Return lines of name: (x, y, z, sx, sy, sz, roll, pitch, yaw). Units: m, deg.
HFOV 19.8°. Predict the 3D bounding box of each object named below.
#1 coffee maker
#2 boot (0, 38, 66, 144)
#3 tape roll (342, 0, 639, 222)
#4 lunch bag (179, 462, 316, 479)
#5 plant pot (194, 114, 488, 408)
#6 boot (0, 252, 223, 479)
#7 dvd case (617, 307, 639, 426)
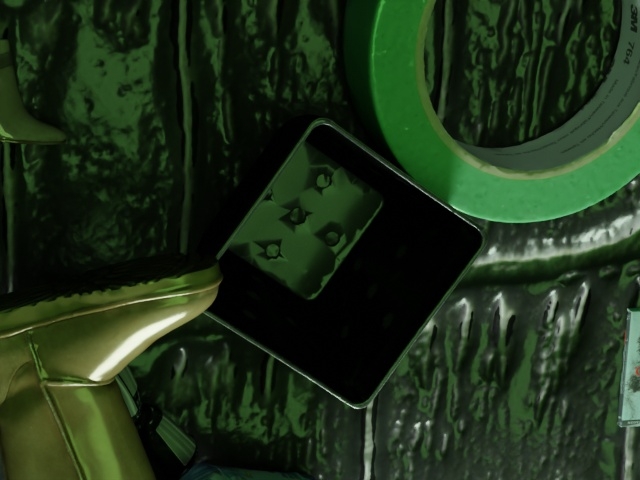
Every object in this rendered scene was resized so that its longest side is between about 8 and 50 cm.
coffee maker: (-0.220, 0.169, 1.604, 0.171, 0.120, 0.178, -33, 112, -1)
boot: (-0.270, -0.127, 1.546, 0.118, 0.042, 0.087, 2, 98, -21)
tape roll: (0.181, -0.177, 1.603, 0.321, 0.077, 0.321, -6, 110, -17)
lunch bag: (-0.079, 0.292, 1.638, 0.219, 0.090, 0.176, 11, 111, -54)
plant pot: (0.000, 0.000, 1.580, 0.188, 0.167, 0.187, 34, 96, -19)
boot: (-0.156, 0.157, 1.486, 0.236, 0.089, 0.269, -13, 104, 17)
dvd case: (0.334, 0.122, 1.779, 0.087, 0.013, 0.119, -1, 107, -14)
